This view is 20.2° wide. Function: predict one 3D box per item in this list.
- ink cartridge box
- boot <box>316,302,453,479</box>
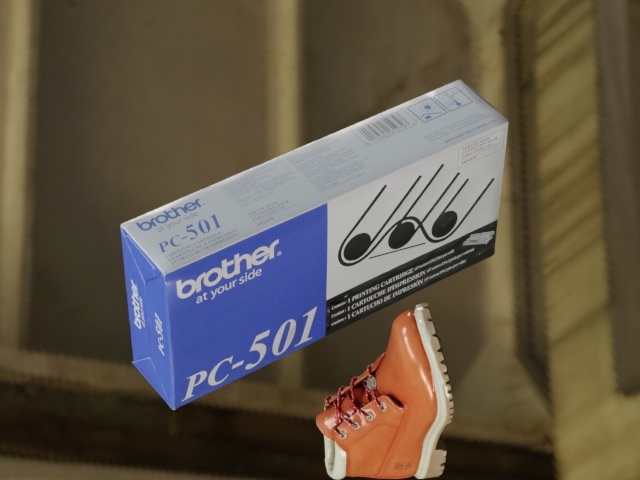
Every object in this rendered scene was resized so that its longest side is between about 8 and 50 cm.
[{"bbox_3d":[0.000,0.000,0.918,0.207,0.097,0.046,-24,-132,-25],"label":"ink cartridge box"},{"bbox_3d":[0.041,0.103,1.158,0.084,0.158,0.059,-4,-135,-8],"label":"boot"}]
